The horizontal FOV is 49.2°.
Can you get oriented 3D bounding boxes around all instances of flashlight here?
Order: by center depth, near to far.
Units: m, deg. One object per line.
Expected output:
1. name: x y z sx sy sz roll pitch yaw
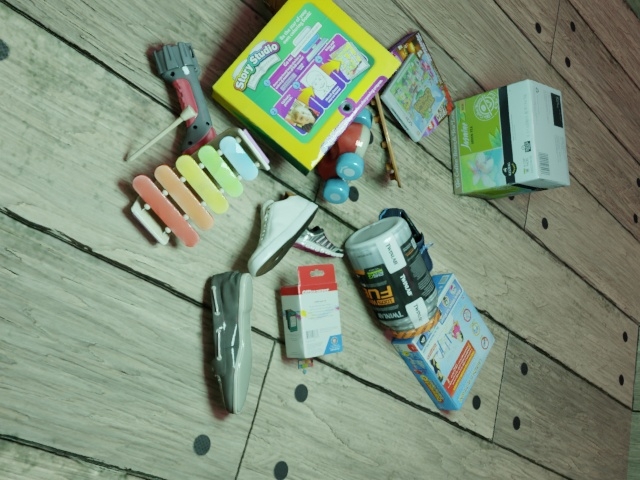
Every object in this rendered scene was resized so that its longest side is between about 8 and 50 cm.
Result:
1. flashlight: -0.314 -0.305 1.643 0.103 0.103 0.304 -29 101 -71

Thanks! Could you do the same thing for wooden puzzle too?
1. wooden puzzle: -0.040 0.311 1.850 0.049 0.006 0.083 -1 84 -43

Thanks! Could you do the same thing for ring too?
1. ring: 0.181 -0.312 2.019 0.336 0.032 0.336 -14 90 -82

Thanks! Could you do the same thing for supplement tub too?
1. supplement tub: 0.213 0.108 1.990 0.193 0.194 0.316 -38 108 -39

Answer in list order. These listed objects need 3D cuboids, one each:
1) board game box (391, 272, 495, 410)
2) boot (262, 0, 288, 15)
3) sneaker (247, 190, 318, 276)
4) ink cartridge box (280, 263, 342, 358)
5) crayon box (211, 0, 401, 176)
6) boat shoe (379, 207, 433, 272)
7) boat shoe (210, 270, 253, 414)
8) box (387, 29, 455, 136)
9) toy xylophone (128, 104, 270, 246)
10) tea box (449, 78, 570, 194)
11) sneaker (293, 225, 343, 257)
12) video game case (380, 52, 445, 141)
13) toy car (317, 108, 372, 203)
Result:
1. board game box: 0.394 0.316 2.196 0.302 0.086 0.308 55 52 -22
2. boot: -0.093 -0.599 1.891 0.152 0.197 0.073 35 58 11
3. sneaker: -0.125 -0.022 1.765 0.123 0.106 0.290 33 45 6
4. ink cartridge box: -0.024 0.179 1.799 0.134 0.078 0.231 -2 86 -42
5. crayon box: -0.036 -0.400 1.739 0.313 0.106 0.363 40 83 -4
6. boat shoe: 0.275 0.011 2.133 0.258 0.089 0.109 47 55 -27
7. boat shoe: -0.218 0.239 1.656 0.112 0.096 0.335 30 61 -76
8. box: 0.317 -0.509 2.277 0.201 0.057 0.293 -46 114 -36
9. toy xylophone: -0.289 -0.146 1.559 0.323 0.081 0.236 -43 113 8
10. tea box: 0.630 -0.327 2.354 0.220 0.323 0.329 3 80 -43
11. sneaker: 0.000 0.000 1.898 0.170 0.063 0.074 19 76 -34
12. video game case: 0.294 -0.450 2.194 0.193 0.023 0.212 47 59 -26
13. toy car: -0.002 -0.260 1.894 0.238 0.210 0.219 20 53 -9
